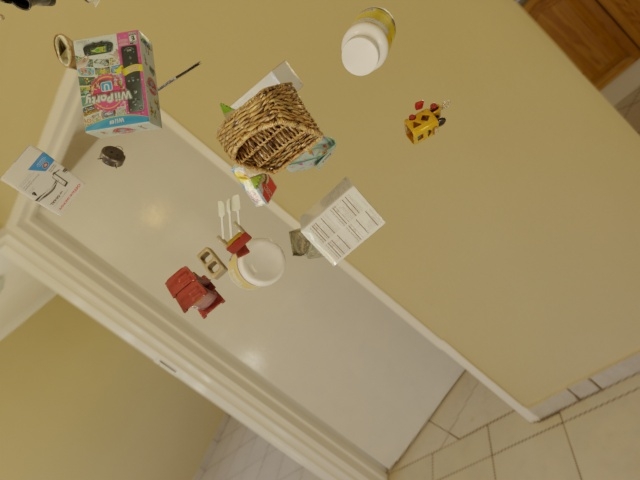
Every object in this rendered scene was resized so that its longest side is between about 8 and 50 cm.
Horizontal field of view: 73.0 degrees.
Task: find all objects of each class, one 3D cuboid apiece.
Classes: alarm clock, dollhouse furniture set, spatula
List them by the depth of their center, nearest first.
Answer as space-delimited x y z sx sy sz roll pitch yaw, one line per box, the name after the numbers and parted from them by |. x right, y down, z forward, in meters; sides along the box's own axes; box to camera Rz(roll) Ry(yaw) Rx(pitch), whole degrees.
-0.399 0.123 1.712 0.374 0.152 0.201 -41 -18 -3 | dollhouse furniture set
-0.463 -0.103 2.222 0.168 0.242 0.019 -12 -10 31 | spatula
-1.174 -0.491 2.462 0.064 0.129 0.192 -50 23 32 | alarm clock

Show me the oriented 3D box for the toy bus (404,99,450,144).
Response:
0.447 -0.479 1.785 0.202 0.190 0.104 -55 50 39 | toy bus

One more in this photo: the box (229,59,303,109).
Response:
-0.296 -0.795 2.382 0.345 0.168 0.215 -26 24 33 | box

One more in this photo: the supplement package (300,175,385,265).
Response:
0.080 -0.080 1.707 0.262 0.198 0.199 -41 17 10 | supplement package

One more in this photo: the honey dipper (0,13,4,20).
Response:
-1.030 -0.714 1.295 0.030 0.030 0.160 -49 -24 9 | honey dipper

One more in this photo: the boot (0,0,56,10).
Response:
-0.996 -0.802 1.369 0.161 0.246 0.083 -74 2 -56 | boot

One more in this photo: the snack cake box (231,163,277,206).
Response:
-0.353 -0.333 2.339 0.089 0.264 0.152 -9 40 29 | snack cake box

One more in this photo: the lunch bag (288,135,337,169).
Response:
-0.050 -0.428 2.102 0.262 0.160 0.223 -10 0 1 | lunch bag

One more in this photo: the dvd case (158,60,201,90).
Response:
-0.733 -0.856 2.250 0.164 0.018 0.221 -12 32 38 | dvd case

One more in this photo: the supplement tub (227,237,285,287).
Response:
-0.338 0.126 2.210 0.241 0.241 0.331 -55 14 -23 | supplement tub

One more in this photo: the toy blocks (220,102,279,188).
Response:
-0.236 -0.447 1.866 0.260 0.382 0.191 -19 4 7 | toy blocks

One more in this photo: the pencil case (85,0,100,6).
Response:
-0.922 -0.986 1.447 0.160 0.184 0.410 -35 -29 22 | pencil case

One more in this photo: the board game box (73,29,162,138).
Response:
-0.665 -0.511 1.430 0.223 0.304 0.097 -8 0 4 | board game box

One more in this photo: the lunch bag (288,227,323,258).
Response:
0.000 0.000 2.242 0.235 0.169 0.287 -11 3 -24 | lunch bag

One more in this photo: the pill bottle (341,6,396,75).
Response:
0.191 -0.797 1.740 0.188 0.188 0.334 -41 19 43 | pill bottle

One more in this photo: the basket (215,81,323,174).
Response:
-0.180 -0.344 1.441 0.299 0.223 0.213 -26 9 39 | basket

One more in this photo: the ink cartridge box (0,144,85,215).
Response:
-0.935 -0.200 1.473 0.148 0.085 0.203 -60 -21 -15 | ink cartridge box

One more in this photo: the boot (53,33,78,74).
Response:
-1.080 -0.765 1.923 0.089 0.236 0.269 -15 16 -7 | boot
